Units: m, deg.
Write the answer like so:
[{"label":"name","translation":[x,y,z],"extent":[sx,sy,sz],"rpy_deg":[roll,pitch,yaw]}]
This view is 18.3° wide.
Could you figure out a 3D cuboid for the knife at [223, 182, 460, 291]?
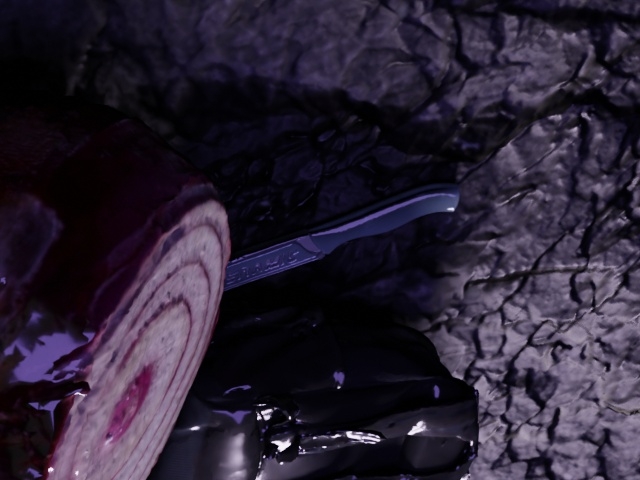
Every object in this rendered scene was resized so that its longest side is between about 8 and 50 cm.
[{"label":"knife","translation":[0.000,0.000,1.409],"extent":[0.210,0.015,0.028],"rpy_deg":[-19,130,0]}]

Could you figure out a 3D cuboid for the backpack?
[{"label":"backpack","translation":[-0.008,0.138,1.437],"extent":[0.258,0.133,0.206],"rpy_deg":[0,125,-21]}]

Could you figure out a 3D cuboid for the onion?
[{"label":"onion","translation":[-0.214,0.047,1.244],"extent":[0.260,0.282,0.336],"rpy_deg":[27,128,15]}]
